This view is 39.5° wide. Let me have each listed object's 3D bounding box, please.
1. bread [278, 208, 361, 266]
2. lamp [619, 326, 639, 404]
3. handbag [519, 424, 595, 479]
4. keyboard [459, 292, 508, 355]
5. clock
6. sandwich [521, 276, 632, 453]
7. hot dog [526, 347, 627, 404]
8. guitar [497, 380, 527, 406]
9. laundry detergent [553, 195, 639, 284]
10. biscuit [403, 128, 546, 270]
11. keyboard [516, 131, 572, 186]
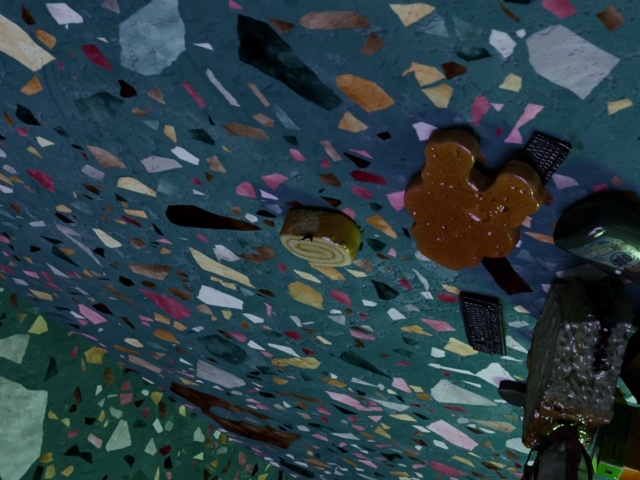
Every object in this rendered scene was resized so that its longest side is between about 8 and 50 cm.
[{"bbox_3d":[0.000,0.000,1.678,0.149,0.073,0.122,5,151,29],"label":"bread"},{"bbox_3d":[0.608,0.208,1.536,0.161,0.161,0.185,16,157,10],"label":"lamp"},{"bbox_3d":[0.387,0.440,1.453,0.127,0.235,0.213,12,151,2],"label":"handbag"},{"bbox_3d":[0.334,0.175,1.810,0.094,0.025,0.230,12,152,23],"label":"keyboard"},{"bbox_3d":[0.583,0.373,1.495,0.235,0.166,0.309,14,-178,18],"label":"clock"},{"bbox_3d":[0.441,0.211,1.541,0.131,0.262,0.325,10,152,9],"label":"sandwich"},{"bbox_3d":[0.537,0.299,1.837,0.289,0.083,0.068,34,131,-24],"label":"hot dog"},{"bbox_3d":[0.509,0.347,1.993,0.233,0.025,0.088,-4,142,41],"label":"guitar"},{"bbox_3d":[0.478,0.018,1.370,0.222,0.078,0.144,27,154,-16],"label":"laundry detergent"},{"bbox_3d":[0.233,-0.054,1.431,0.202,0.047,0.334,28,151,8],"label":"biscuit"},{"bbox_3d":[0.314,-0.097,1.341,0.060,0.018,0.195,23,152,3],"label":"keyboard"}]
